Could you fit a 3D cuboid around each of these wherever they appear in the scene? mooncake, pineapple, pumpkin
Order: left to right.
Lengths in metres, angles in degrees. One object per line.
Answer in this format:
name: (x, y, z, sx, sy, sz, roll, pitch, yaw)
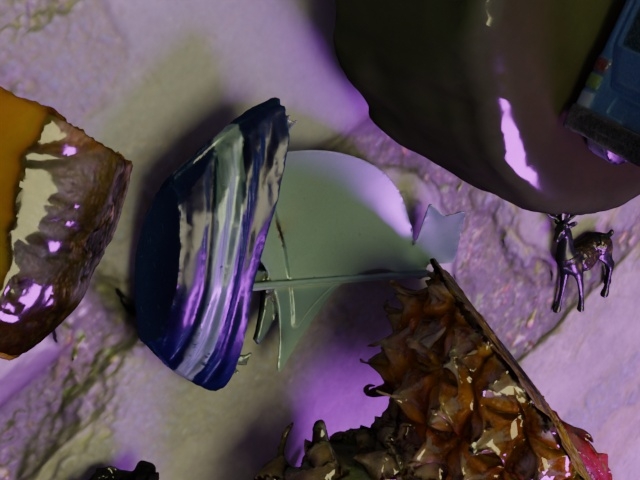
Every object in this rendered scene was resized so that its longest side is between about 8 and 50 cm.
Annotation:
pumpkin: (-0.241, -0.046, 0.819, 0.280, 0.190, 0.139, 30, 88, -40)
pineapple: (0.051, 0.189, 1.130, 0.272, 0.262, 0.262, -35, 128, 5)
mooncake: (0.175, -0.203, 1.084, 0.356, 0.194, 0.356, -21, 127, -30)

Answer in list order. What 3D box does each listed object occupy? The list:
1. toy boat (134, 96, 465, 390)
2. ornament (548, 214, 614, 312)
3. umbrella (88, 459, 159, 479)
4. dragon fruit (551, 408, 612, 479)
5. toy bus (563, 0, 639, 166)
toy boat: (-0.019, 0.025, 1.105, 0.292, 0.070, 0.210, 28, 96, -47)
ornament: (0.230, 0.001, 1.314, 0.073, 0.028, 0.125, -28, 124, -26)
umbrella: (-0.140, 0.275, 1.109, 0.066, 0.059, 0.235, -7, 115, -11)
dragon fruit: (0.182, 0.188, 1.309, 0.111, 0.153, 0.153, -74, 152, -55)
toy bus: (0.294, -0.085, 1.034, 0.234, 0.116, 0.133, 12, 105, -44)
